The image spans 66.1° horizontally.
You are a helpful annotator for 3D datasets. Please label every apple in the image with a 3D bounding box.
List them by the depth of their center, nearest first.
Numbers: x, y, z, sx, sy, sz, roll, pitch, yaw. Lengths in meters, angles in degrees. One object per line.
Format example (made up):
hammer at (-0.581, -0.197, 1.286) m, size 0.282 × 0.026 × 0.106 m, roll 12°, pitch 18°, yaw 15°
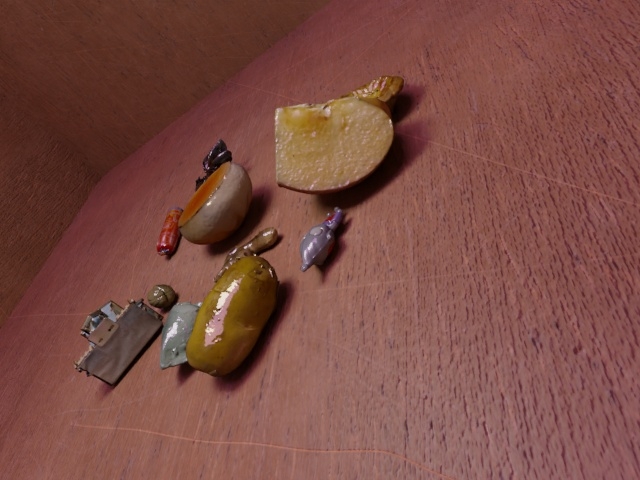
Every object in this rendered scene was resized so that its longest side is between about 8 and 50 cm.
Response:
apple at (0.037, -0.262, 1.315) m, size 0.309 × 0.252 × 0.314 m, roll -1°, pitch 38°, yaw 5°

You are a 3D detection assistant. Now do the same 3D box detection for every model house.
model house at (-0.636, 0.278, 1.504) m, size 0.271 × 0.178 × 0.206 m, roll -54°, pitch 31°, yaw -11°

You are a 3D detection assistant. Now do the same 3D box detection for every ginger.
ginger at (-0.206, 0.042, 1.402) m, size 0.214 × 0.059 × 0.133 m, roll -31°, pitch 25°, yaw 18°

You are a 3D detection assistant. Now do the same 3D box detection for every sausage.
sausage at (-0.579, -0.027, 1.899) m, size 0.074 × 0.074 × 0.274 m, roll -31°, pitch 34°, yaw 20°

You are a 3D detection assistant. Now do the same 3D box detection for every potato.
potato at (-0.204, 0.172, 1.161) m, size 0.173 × 0.140 × 0.300 m, roll 3°, pitch 60°, yaw 42°

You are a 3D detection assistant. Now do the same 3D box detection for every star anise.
star anise at (-0.404, -0.248, 1.890) m, size 0.212 × 0.129 × 0.282 m, roll -171°, pitch 88°, yaw -65°

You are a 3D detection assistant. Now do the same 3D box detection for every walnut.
walnut at (-0.503, 0.177, 1.557) m, size 0.092 × 0.092 × 0.092 m, roll -29°, pitch 34°, yaw 22°

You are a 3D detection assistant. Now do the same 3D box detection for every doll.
doll at (0.000, 0.000, 1.201) m, size 0.102 × 0.075 × 0.227 m, roll -36°, pitch 16°, yaw 45°

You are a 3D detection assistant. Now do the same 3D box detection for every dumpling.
dumpling at (-0.344, 0.238, 1.274) m, size 0.149 × 0.105 × 0.216 m, roll -24°, pitch 36°, yaw 29°

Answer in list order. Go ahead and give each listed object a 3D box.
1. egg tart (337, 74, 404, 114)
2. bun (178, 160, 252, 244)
egg tart at (0.149, -0.407, 1.475) m, size 0.241 × 0.106 × 0.241 m, roll -24°, pitch 29°, yaw 14°
bun at (-0.320, -0.107, 1.606) m, size 0.299 × 0.165 × 0.299 m, roll -38°, pitch 27°, yaw 24°
